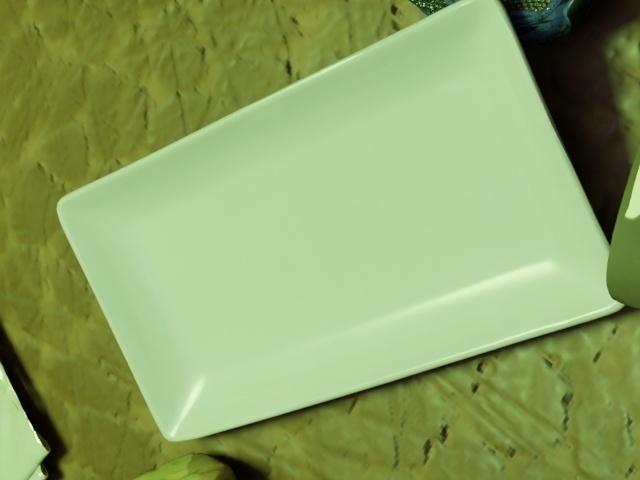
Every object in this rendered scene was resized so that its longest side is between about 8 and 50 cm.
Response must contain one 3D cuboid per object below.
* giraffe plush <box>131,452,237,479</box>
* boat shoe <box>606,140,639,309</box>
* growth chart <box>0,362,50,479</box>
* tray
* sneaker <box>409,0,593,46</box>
[{"bbox_3d":[-0.098,0.229,0.605,0.210,0.181,0.170,-16,106,11],"label":"giraffe plush"},{"bbox_3d":[0.197,-0.103,0.427,0.104,0.111,0.307,22,113,28],"label":"boat shoe"},{"bbox_3d":[-0.236,0.114,0.772,0.172,0.021,0.237,-39,70,29],"label":"growth chart"},{"bbox_3d":[0.000,0.000,0.586,0.270,0.030,0.145,-21,97,33],"label":"tray"},{"bbox_3d":[0.027,-0.153,0.545,0.221,0.087,0.083,36,111,28],"label":"sneaker"}]
